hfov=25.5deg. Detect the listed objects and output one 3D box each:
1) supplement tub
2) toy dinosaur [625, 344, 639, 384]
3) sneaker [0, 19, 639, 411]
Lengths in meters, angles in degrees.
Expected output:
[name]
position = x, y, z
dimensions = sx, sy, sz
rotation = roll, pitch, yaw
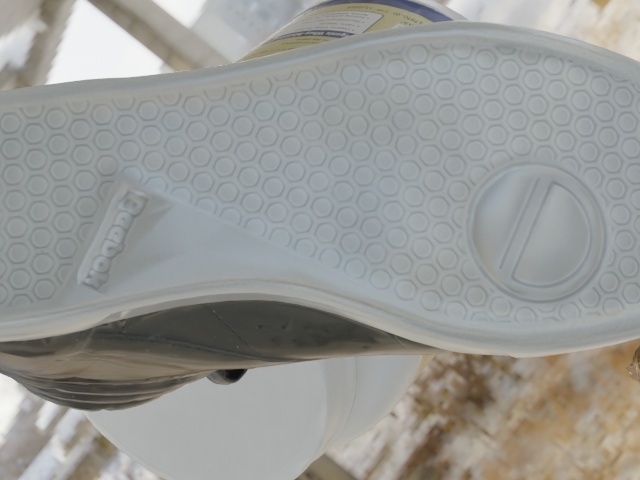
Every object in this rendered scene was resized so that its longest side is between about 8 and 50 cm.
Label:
[supplement tub]
position = -0.009, -0.007, 0.901
dimensions = 0.228, 0.228, 0.316
rotation = -50, -4, 40
[toy dinosaur]
position = 0.240, 0.099, 0.649
dimensions = 0.112, 0.211, 0.064
rotation = -53, -9, 2
[sneaker]
position = 0.000, 0.000, 0.493
dimensions = 0.147, 0.295, 0.104
rotation = 94, 173, -78
